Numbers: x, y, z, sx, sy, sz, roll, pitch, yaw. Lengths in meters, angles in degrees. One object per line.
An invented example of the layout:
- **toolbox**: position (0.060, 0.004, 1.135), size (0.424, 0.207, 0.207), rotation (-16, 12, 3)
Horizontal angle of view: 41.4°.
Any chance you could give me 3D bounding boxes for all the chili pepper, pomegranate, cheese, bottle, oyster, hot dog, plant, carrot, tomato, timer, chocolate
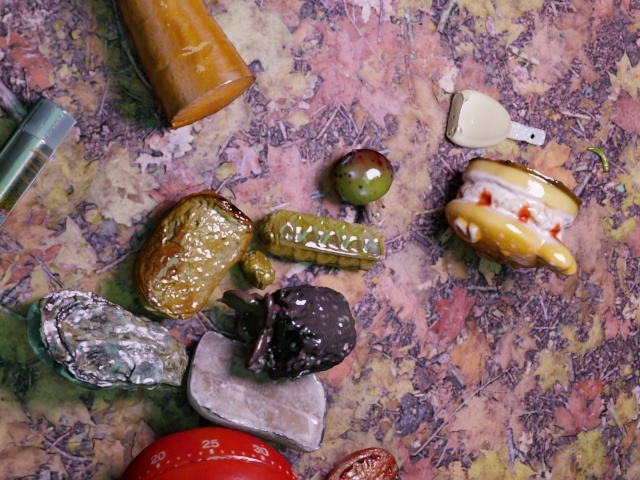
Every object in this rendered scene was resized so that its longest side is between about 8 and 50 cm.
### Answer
- **chili pepper**: position (0.674, -0.199, 2.036), size (0.030, 0.017, 0.083), rotation (-41, 108, -13)
- **pomegranate**: position (0.101, -0.120, 1.757), size (0.159, 0.129, 0.129), rotation (39, 80, -27)
- **cheese**: position (0.403, -0.257, 1.906), size (0.251, 0.054, 0.127), rotation (10, 93, -22)
- **bottle**: position (-0.552, -0.125, 1.518), size (0.082, 0.082, 0.286), rotation (37, 80, -20)
- **oyster**: position (-0.378, 0.209, 1.584), size (0.351, 0.158, 0.162), rotation (31, 80, -33)
- **hot dog**: position (-0.253, 0.031, 1.635), size (0.175, 0.114, 0.259), rotation (41, 81, -24)
- **plant**: position (-0.054, 0.176, 1.666), size (0.234, 0.178, 0.204), rotation (8, 50, -39)
- **carrot**: position (-0.264, -0.362, 1.588), size (0.196, 0.196, 0.254), rotation (-30, 93, -17)
- **tomato**: position (0.090, 0.525, 1.820), size (0.174, 0.082, 0.166), rotation (-35, 101, -12)
- **timer**: position (-0.205, 0.539, 1.569), size (0.378, 0.279, 0.378), rotation (-6, 118, -11)
- **chocolate**: position (-0.133, 0.313, 1.692), size (0.303, 0.100, 0.185), rotation (27, 47, -22)

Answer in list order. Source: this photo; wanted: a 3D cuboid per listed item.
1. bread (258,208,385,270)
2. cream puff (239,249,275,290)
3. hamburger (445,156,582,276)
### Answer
- **bread**: position (0.000, -0.001, 1.745), size (0.269, 0.098, 0.087), rotation (11, 51, -22)
- **cream puff**: position (-0.130, 0.060, 1.706), size (0.083, 0.083, 0.058), rotation (39, 118, -1)
- **hamburger**: position (0.415, -0.036, 1.798), size (0.303, 0.261, 0.186), rotation (21, 82, 20)
